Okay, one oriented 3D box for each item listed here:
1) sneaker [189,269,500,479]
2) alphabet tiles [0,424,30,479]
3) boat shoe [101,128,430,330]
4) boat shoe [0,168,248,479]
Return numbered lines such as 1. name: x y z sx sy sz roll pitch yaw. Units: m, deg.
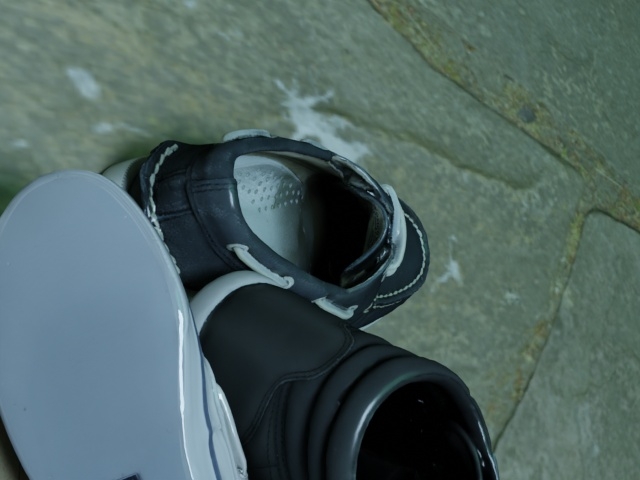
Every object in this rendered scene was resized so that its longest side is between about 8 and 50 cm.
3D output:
1. sneaker: 0.034 0.156 0.649 0.104 0.147 0.295 -38 123 -23
2. alphabet tiles: -0.168 0.199 0.480 0.342 0.011 0.285 29 53 -50
3. boat shoe: 0.000 0.000 0.757 0.302 0.091 0.114 1 76 -58
4. boat shoe: -0.085 0.095 0.582 0.084 0.095 0.258 -26 104 -87
